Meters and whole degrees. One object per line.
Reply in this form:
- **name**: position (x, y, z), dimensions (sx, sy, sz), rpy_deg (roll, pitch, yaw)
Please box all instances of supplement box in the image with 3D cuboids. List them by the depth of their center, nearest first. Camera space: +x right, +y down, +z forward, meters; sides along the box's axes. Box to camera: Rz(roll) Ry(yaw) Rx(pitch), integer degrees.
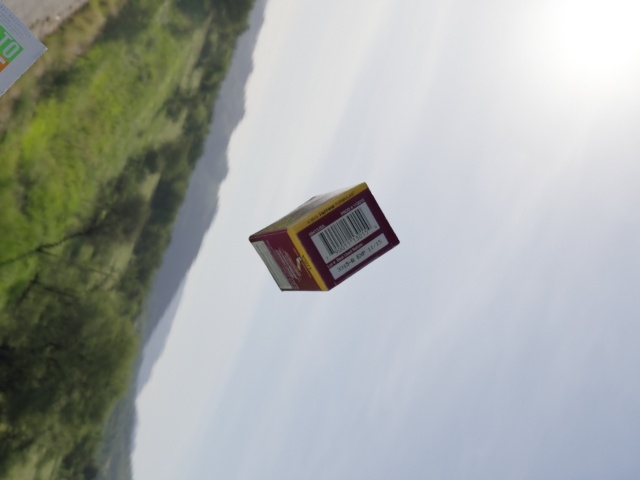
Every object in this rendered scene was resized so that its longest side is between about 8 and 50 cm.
- **supplement box**: position (0.000, 0.000, 0.523), dimensions (0.055, 0.043, 0.083), rpy_deg (-33, -171, -19)

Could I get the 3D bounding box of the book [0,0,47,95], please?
- **book**: position (-0.345, -0.177, 0.855), dimensions (0.035, 0.096, 0.144), rpy_deg (-17, -145, 39)
